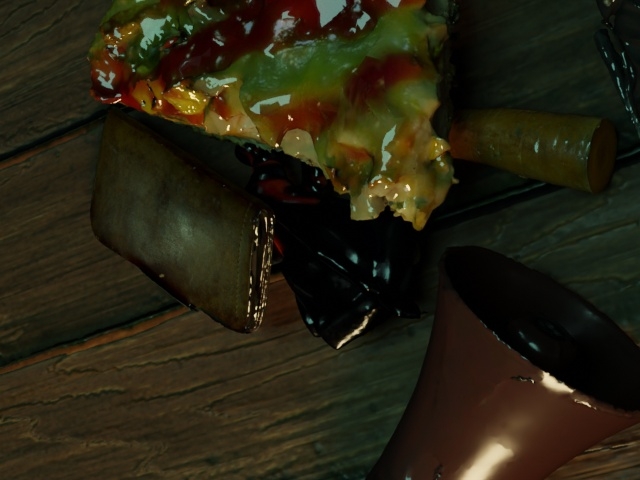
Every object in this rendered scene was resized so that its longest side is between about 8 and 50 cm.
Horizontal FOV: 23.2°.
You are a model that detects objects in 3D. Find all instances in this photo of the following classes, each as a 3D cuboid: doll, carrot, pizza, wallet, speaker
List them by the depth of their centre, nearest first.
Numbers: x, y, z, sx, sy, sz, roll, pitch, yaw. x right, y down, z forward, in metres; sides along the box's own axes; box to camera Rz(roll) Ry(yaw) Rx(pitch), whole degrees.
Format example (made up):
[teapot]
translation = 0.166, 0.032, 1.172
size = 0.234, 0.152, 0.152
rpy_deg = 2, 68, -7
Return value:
[speaker]
translation = 0.082, 0.189, 1.155
size = 0.198, 0.259, 0.329
rpy_deg = 36, 104, 11
[carrot]
translation = 0.135, -0.081, 1.266
size = 0.209, 0.061, 0.061
rpy_deg = 11, 92, 34
[pizza]
translation = 0.003, -0.189, 1.274
size = 0.440, 0.130, 0.406
rpy_deg = -43, 54, 17
[doll]
translation = 0.003, -0.001, 1.325
size = 0.248, 0.088, 0.127
rpy_deg = 34, 126, 38
[wallet]
translation = -0.129, -0.016, 1.392
size = 0.255, 0.031, 0.137
rpy_deg = 33, 122, 43

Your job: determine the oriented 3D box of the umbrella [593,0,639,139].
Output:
[umbrella]
translation = 0.233, -0.196, 1.182
size = 0.106, 0.113, 0.358
rpy_deg = -14, 79, 7
